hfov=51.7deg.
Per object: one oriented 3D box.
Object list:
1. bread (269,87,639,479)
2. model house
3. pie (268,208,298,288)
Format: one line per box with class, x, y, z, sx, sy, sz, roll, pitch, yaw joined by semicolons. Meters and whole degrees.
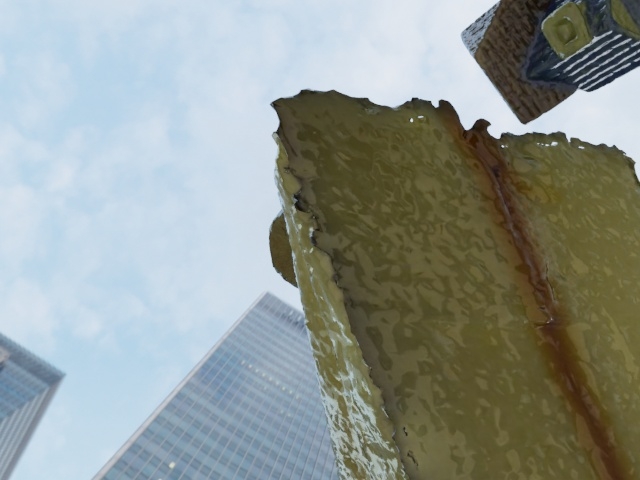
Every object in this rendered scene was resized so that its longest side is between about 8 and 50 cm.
bread;0.180;0.099;0.444;0.345;0.242;0.405;-15;-63;-24
model house;0.368;-0.348;1.005;0.266;0.321;0.261;-40;-83;-29
pie;0.000;0.000;0.477;0.084;0.020;0.084;5;-76;19
